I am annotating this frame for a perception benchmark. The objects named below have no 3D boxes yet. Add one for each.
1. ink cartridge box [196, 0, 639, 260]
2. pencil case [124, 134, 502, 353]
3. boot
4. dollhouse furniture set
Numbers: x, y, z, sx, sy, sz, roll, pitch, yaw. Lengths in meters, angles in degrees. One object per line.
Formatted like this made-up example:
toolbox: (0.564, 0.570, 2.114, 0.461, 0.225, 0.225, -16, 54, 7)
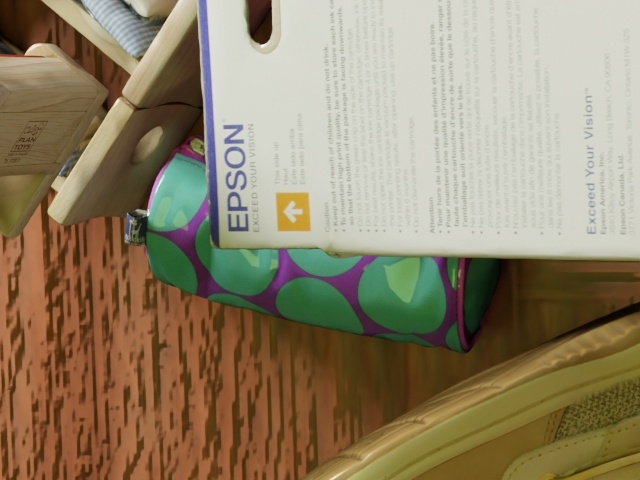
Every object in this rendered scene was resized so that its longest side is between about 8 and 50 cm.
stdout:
ink cartridge box: (0.054, -0.104, 0.731, 0.224, 0.045, 0.223, 2, 97, 34)
pencil case: (0.000, 0.000, 0.831, 0.151, 0.064, 0.070, 12, 124, 21)
boot: (0.110, 0.138, 0.730, 0.262, 0.095, 0.203, -23, 88, -20)
dollhouse furniture set: (-0.131, -0.092, 0.814, 0.129, 0.183, 0.129, 40, 108, 15)
